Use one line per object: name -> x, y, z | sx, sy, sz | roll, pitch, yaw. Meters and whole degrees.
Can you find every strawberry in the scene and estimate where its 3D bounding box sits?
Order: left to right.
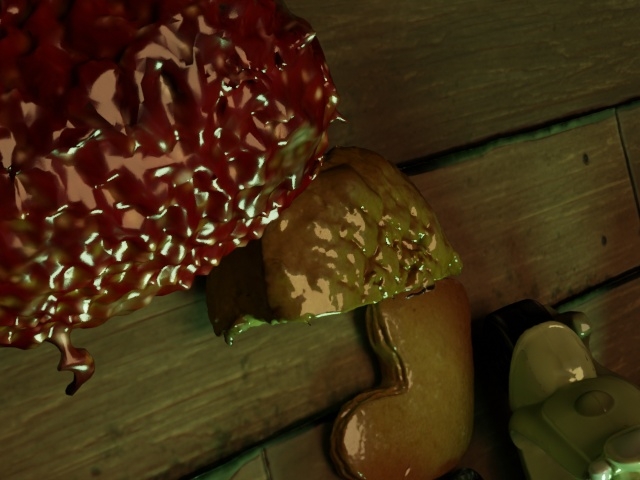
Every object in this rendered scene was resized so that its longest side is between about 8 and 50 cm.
strawberry -> -0.150, -0.053, 0.948 | 0.292, 0.292, 0.343 | 43, 73, -33

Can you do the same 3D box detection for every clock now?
clock -> 0.270, 0.248, 1.311 | 0.120, 0.276, 0.379 | -24, 102, -12

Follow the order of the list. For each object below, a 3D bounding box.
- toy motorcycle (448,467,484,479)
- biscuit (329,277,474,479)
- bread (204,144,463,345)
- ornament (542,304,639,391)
toy motorcycle -> 0.196, 0.375, 1.258 | 0.223, 0.108, 0.340 | 54, 14, -37
biscuit -> 0.078, 0.128, 1.281 | 0.186, 0.036, 0.192 | 1, 86, -46
bread -> 0.000, 0.000, 1.167 | 0.229, 0.143, 0.139 | -15, 85, -52
ornament -> 0.299, 0.189, 1.425 | 0.061, 0.245, 0.230 | -25, 128, -19
